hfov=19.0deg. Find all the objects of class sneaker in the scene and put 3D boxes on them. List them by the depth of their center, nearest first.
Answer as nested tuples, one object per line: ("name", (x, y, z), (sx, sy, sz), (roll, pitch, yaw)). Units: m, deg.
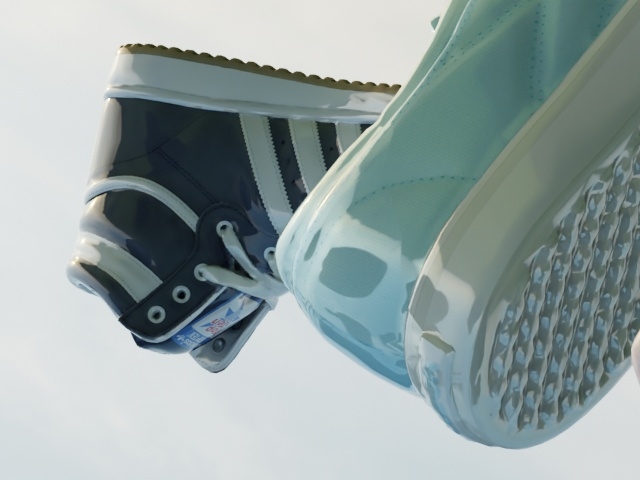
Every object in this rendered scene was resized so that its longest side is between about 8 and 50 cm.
("sneaker", (0.119, -0.091, 0.740), (0.150, 0.366, 0.135), (27, 151, 39))
("sneaker", (0.000, 0.000, 0.948), (0.282, 0.153, 0.099), (13, 169, 26))

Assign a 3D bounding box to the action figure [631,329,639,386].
("action figure", (0.155, 0.172, 0.439), (0.248, 0.275, 0.370), (15, 170, 3))
